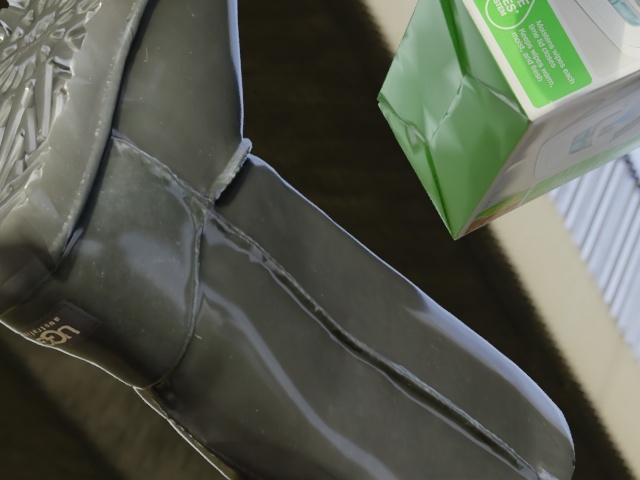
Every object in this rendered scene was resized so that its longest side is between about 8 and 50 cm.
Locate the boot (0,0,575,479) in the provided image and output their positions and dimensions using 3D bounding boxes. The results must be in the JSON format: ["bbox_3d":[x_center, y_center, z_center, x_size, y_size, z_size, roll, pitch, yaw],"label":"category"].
[{"bbox_3d":[-0.001,0.002,1.193,0.445,0.367,0.146,37,-39,-27],"label":"boot"}]

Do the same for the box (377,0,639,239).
[{"bbox_3d":[0.178,-0.135,1.288,0.127,0.231,0.262,62,-14,11],"label":"box"}]
